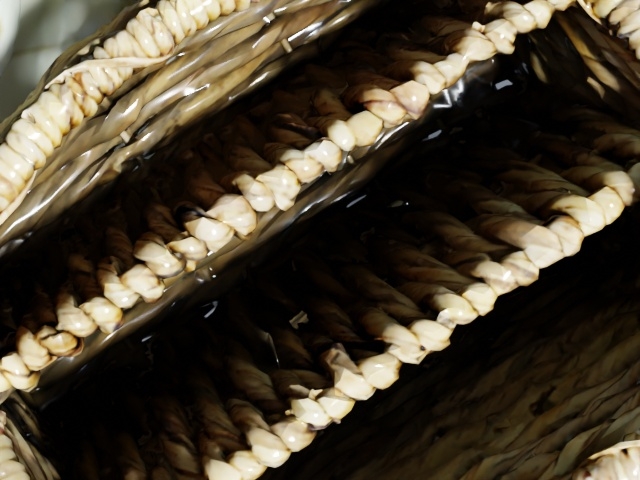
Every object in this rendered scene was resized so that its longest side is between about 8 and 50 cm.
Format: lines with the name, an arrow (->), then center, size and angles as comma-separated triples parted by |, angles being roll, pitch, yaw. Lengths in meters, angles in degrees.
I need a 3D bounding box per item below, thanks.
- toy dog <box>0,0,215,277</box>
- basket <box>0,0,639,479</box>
toy dog -> -0.159, -0.076, 0.749 | 0.284, 0.408, 0.395 | -22, 76, 32
basket -> 0.000, 0.000, 0.500 | 0.299, 0.223, 0.213 | -33, 108, -6
